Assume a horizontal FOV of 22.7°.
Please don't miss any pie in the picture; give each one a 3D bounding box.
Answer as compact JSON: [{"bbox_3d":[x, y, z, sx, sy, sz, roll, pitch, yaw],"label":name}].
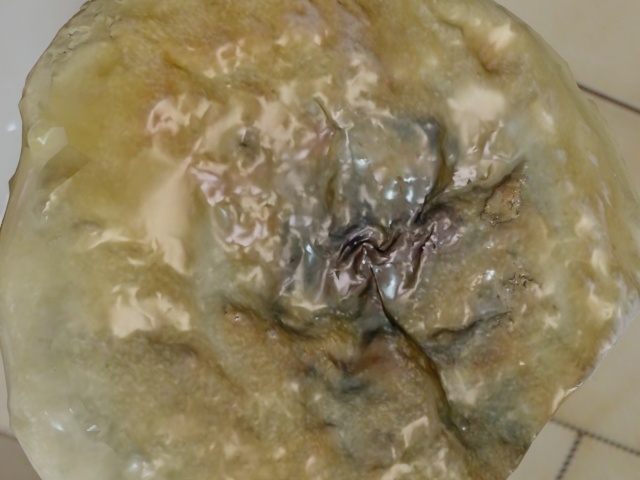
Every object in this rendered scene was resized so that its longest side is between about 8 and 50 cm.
[{"bbox_3d":[-0.002,0.001,0.454,0.185,0.052,0.218,45,62,-10],"label":"pie"}]

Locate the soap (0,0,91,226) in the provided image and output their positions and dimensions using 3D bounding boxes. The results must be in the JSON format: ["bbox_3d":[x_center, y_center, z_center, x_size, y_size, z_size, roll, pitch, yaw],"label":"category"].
[{"bbox_3d":[-0.195,-0.248,0.872,0.213,0.350,0.435,20,110,-15],"label":"soap"}]
